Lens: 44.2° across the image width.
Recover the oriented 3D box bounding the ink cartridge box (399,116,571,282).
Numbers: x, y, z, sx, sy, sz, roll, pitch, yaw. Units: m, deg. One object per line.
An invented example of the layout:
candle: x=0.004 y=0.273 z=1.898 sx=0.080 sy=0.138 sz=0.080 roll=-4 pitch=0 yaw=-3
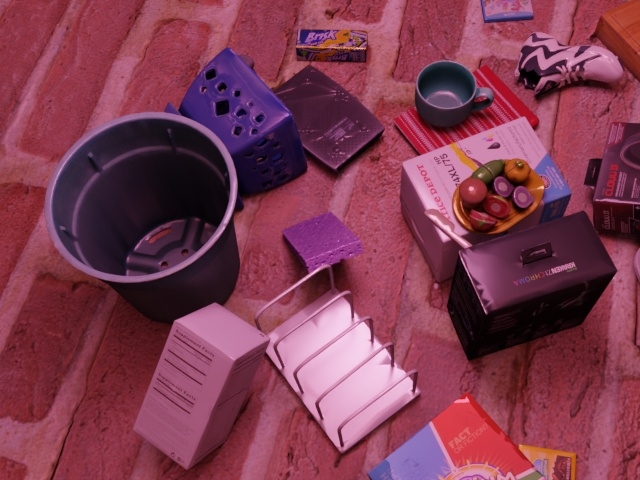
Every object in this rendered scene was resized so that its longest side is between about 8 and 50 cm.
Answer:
ink cartridge box: x=0.320 y=-0.079 z=1.584 sx=0.270 sy=0.197 sz=0.198 roll=-21 pitch=65 yaw=-6

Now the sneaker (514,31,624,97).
sneaker: x=0.546 y=-0.370 z=1.771 sx=0.235 sy=0.094 sz=0.153 roll=26 pitch=70 yaw=16

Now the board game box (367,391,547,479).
board game box: x=0.272 y=0.463 z=1.375 sx=0.242 sy=0.064 sz=0.316 roll=-37 pitch=63 yaw=-10

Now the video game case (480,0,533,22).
video game case: x=0.452 y=-0.608 z=1.938 sx=0.119 sy=0.015 sz=0.166 roll=-3 pitch=64 yaw=2

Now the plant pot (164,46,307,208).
plant pot: x=-0.187 y=-0.221 z=1.677 sx=0.212 sy=0.236 sz=0.236 roll=-38 pitch=68 yaw=-7

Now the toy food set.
toy food set: x=0.311 y=-0.083 z=1.436 sx=0.218 sy=0.071 sz=0.128 roll=-35 pitch=68 yaw=-11

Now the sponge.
sponge: x=0.000 y=0.000 z=1.591 sx=0.117 sy=0.031 sz=0.210 roll=-22 pitch=22 yaw=-8

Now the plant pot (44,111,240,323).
plant pot: x=-0.304 y=-0.010 z=1.519 sx=0.341 sy=0.334 sz=0.341 roll=-2 pitch=63 yaw=3

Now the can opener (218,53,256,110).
can opener: x=-0.265 y=-0.324 z=1.815 sx=0.095 sy=0.076 sz=0.283 roll=30 pitch=68 yaw=16

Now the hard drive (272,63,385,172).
hard drive: x=0.004 y=-0.273 z=1.782 sx=0.172 sy=0.054 sz=0.254 roll=-41 pitch=68 yaw=-15

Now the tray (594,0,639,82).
tray: x=0.876 y=-0.523 z=1.835 sx=0.411 sy=0.076 sz=0.203 roll=-27 pitch=65 yaw=-10

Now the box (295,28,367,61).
box: x=0.027 y=-0.464 z=1.875 sx=0.169 sy=0.054 sz=0.059 roll=3 pitch=64 yaw=5

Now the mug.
mug: x=0.282 y=-0.306 z=1.721 sx=0.158 sy=0.097 sz=0.129 roll=40 pitch=73 yaw=19

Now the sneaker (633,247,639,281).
sneaker: x=0.702 y=0.118 z=1.487 sx=0.114 sy=0.152 sz=0.305 roll=-20 pitch=65 yaw=-9

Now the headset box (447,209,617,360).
headset box: x=0.377 y=0.087 z=1.452 sx=0.246 sy=0.283 sz=0.131 roll=-18 pitch=64 yaw=-4

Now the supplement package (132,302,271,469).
supplement package: x=-0.214 y=0.259 z=1.422 sx=0.134 sy=0.139 sz=0.244 roll=30 pitch=110 yaw=17

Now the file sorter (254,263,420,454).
file sorter: x=0.030 y=0.216 z=1.474 sx=0.193 sy=0.173 sz=0.278 roll=-35 pitch=67 yaw=-12

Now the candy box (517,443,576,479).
candy box: x=0.396 y=0.475 z=1.402 sx=0.105 sy=0.027 sz=0.206 roll=6 pitch=64 yaw=11

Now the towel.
towel: x=0.328 y=-0.266 z=1.770 sx=0.275 sy=0.031 sz=0.199 roll=-31 pitch=66 yaw=-11

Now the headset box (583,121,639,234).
headset box: x=0.688 y=-0.122 z=1.588 sx=0.293 sy=0.110 sz=0.218 roll=8 pitch=58 yaw=27
